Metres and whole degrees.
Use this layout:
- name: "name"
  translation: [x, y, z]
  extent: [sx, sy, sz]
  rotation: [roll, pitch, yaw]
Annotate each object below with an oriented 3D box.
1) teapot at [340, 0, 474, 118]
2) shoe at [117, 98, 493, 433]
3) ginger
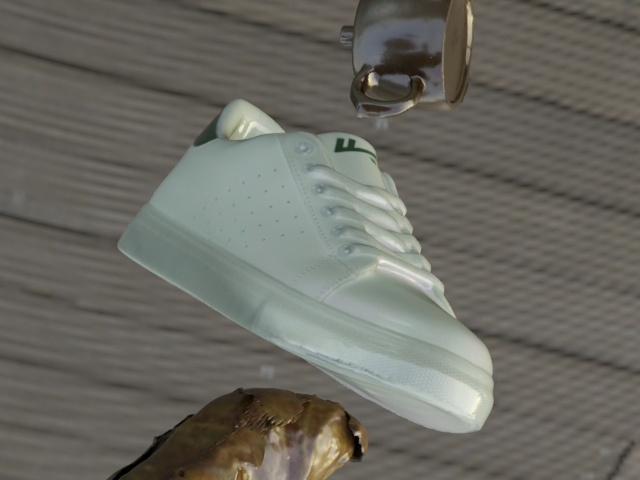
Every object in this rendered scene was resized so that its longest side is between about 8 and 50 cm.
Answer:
- name: "teapot"
  translation: [0.043, -0.106, 1.029]
  extent: [0.068, 0.121, 0.076]
  rotation: [6, 135, 17]
- name: "shoe"
  translation: [0.000, 0.000, 0.856]
  extent: [0.095, 0.265, 0.110]
  rotation: [34, 83, -38]
- name: "ginger"
  translation: [-0.088, 0.187, 1.335]
  extent: [0.133, 0.309, 0.107]
  rotation: [-4, 105, 35]
